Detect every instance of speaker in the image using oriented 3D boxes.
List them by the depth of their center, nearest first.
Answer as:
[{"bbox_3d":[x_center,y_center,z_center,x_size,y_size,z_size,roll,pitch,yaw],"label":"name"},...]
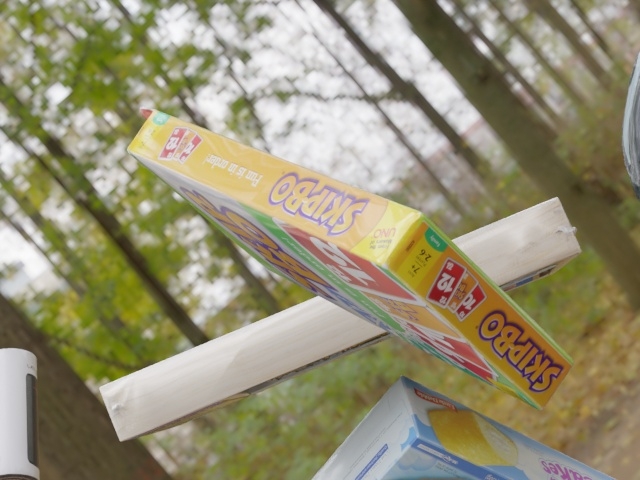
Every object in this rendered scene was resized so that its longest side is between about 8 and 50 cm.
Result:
[{"bbox_3d":[-0.301,0.174,1.409,0.055,0.136,0.055,-6,-32,-4],"label":"speaker"}]

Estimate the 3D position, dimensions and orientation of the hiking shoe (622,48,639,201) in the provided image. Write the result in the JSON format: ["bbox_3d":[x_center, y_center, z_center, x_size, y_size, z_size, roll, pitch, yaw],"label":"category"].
[{"bbox_3d":[0.236,-0.138,0.644,0.304,0.113,0.132,-55,-11,-3],"label":"hiking shoe"}]

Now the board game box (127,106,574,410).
[{"bbox_3d":[0.000,0.000,0.718,0.039,0.124,0.259,-53,36,-6],"label":"board game box"}]

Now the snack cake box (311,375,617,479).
[{"bbox_3d":[0.139,0.247,1.320,0.152,0.264,0.089,-53,26,23],"label":"snack cake box"}]

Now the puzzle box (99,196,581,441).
[{"bbox_3d":[0.026,0.074,1.298,0.409,0.052,0.272,-23,-7,3],"label":"puzzle box"}]
